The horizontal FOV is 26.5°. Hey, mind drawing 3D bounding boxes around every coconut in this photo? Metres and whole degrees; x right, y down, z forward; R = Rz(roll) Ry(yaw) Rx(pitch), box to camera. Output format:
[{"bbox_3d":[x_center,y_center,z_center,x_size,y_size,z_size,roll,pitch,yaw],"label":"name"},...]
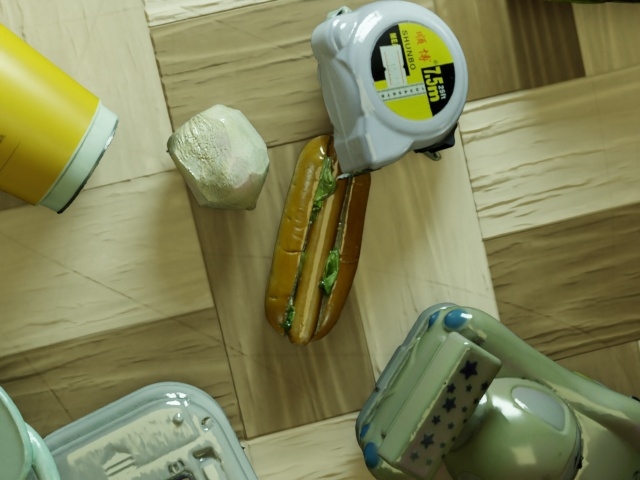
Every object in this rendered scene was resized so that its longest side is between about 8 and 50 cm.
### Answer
[{"bbox_3d":[-0.113,-0.085,1.540,0.110,0.110,0.124,-33,92,-4],"label":"coconut"}]

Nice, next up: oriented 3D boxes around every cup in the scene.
[{"bbox_3d":[-0.368,-0.154,1.464,0.280,0.196,0.196,31,90,-17],"label":"cup"}]

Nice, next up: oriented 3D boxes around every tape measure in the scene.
[{"bbox_3d":[0.080,-0.176,1.552,0.178,0.105,0.196,-10,88,-29],"label":"tape measure"}]

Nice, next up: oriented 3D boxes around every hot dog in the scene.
[{"bbox_3d":[0.000,0.000,1.581,0.100,0.068,0.249,11,93,-8],"label":"hot dog"}]

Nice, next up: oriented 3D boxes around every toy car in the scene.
[{"bbox_3d":[0.231,0.237,1.555,0.336,0.226,0.242,32,90,-8],"label":"toy car"}]

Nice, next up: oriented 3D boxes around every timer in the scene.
[{"bbox_3d":[-0.203,0.302,1.570,0.262,0.087,0.237,-26,99,-4],"label":"timer"}]

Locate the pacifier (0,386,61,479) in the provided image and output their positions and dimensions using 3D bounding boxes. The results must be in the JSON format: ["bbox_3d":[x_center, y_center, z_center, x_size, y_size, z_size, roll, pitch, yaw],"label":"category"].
[{"bbox_3d":[-0.430,0.300,1.444,0.288,0.269,0.343,3,97,15],"label":"pacifier"}]

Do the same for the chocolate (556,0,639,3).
[{"bbox_3d":[0.350,-0.417,1.560,0.289,0.137,0.300,1,94,-9],"label":"chocolate"}]
